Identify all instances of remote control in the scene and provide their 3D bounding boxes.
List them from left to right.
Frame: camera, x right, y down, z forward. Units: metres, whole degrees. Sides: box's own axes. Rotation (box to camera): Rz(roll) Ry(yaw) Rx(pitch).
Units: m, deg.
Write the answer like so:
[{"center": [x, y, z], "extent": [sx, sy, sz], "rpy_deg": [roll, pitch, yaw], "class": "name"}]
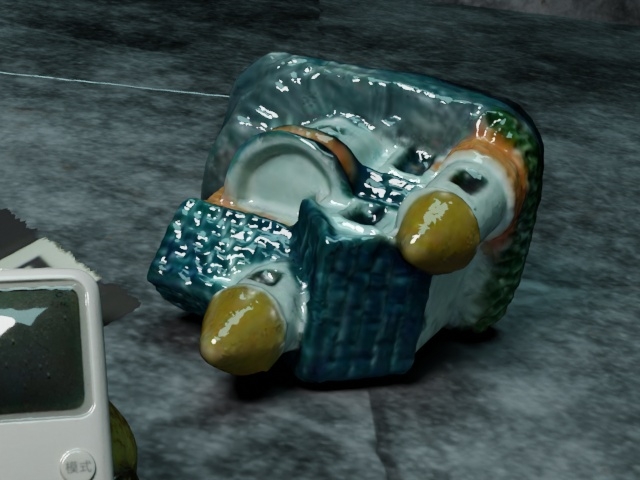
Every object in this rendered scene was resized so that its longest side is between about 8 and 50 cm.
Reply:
[{"center": [-0.102, 0.133, 0.468], "extent": [0.067, 0.261, 0.029], "rpy_deg": [-2, -19, -16], "class": "remote control"}]

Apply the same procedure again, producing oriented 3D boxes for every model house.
[{"center": [0.000, 0.000, 0.919], "extent": [0.253, 0.184, 0.291], "rpy_deg": [19, 28, 15], "class": "model house"}]

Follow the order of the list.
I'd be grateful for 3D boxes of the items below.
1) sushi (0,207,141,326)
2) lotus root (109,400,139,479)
[{"center": [-0.259, 0.099, 0.657], "extent": [0.296, 0.100, 0.373], "rpy_deg": [-31, 26, -19], "class": "sushi"}, {"center": [-0.160, 0.101, 0.713], "extent": [0.089, 0.080, 0.179], "rpy_deg": [-12, 26, -40], "class": "lotus root"}]
